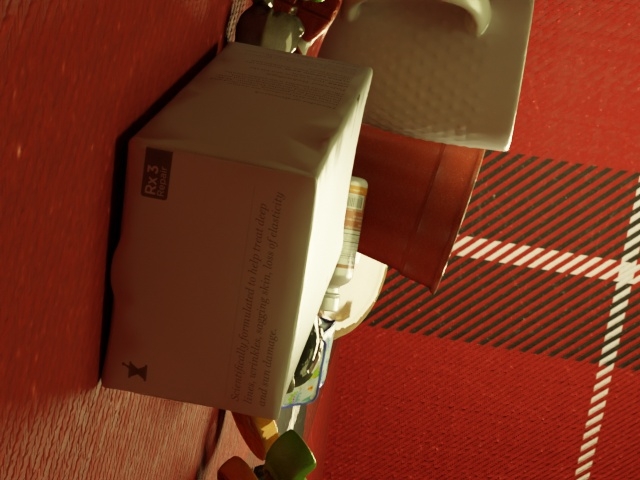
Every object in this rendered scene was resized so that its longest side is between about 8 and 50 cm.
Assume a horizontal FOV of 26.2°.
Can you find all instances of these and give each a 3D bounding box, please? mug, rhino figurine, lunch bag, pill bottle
[{"bbox_3d":[0.148,-0.310,2.093,0.374,0.328,0.276,81,19,-74],"label":"mug"},{"bbox_3d":[-0.066,-0.139,1.451,0.106,0.073,0.243,-79,178,-70],"label":"rhino figurine"},{"bbox_3d":[-0.039,0.203,2.332,0.151,0.096,0.129,-34,138,-63],"label":"lunch bag"},{"bbox_3d":[0.000,0.000,2.183,0.121,0.121,0.216,6,94,-85],"label":"pill bottle"}]

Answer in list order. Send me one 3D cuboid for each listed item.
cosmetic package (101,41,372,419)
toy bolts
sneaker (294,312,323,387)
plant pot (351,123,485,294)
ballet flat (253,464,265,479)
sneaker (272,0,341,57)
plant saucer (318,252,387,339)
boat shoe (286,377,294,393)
[{"bbox_3d":[-0.062,-0.028,1.216,0.385,0.156,0.217,-71,171,-67],"label":"cosmetic package"},{"bbox_3d":[-0.108,0.333,1.794,0.218,0.158,0.228,45,-28,44],"label":"toy bolts"},{"bbox_3d":[-0.053,0.054,1.911,0.162,0.106,0.281,82,8,-51],"label":"sneaker"},{"bbox_3d":[0.113,-0.078,2.342,0.272,0.265,0.272,19,90,-87],"label":"plant pot"},{"bbox_3d":[-0.099,0.459,2.312,0.057,0.049,0.173,-61,160,-73],"label":"ballet flat"},{"bbox_3d":[-0.039,-0.228,1.661,0.128,0.087,0.221,110,3,-70],"label":"sneaker"},{"bbox_3d":[0.044,0.063,2.539,0.278,0.041,0.278,-31,131,-43],"label":"plant saucer"},{"bbox_3d":[-0.049,0.086,1.688,0.305,0.091,0.109,-71,170,-56],"label":"boat shoe"}]
